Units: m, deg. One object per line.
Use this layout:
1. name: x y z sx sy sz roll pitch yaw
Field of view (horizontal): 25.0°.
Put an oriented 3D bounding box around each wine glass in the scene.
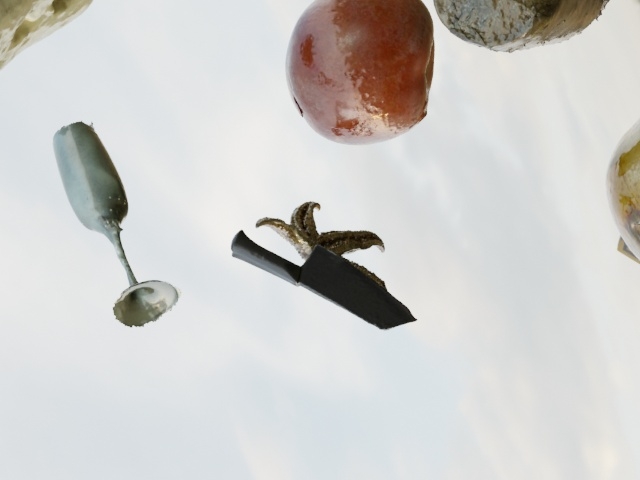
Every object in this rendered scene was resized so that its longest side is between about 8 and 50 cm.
1. wine glass: -0.223 -0.027 1.506 0.074 0.074 0.262 43 -165 -52

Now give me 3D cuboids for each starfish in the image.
1. starfish: -0.004 0.007 1.777 0.238 0.057 0.213 17 -154 -38

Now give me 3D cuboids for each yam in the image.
1. yam: 0.199 -0.251 1.444 0.128 0.129 0.238 48 -155 10

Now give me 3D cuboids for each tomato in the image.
1. tomato: 0.049 -0.224 1.816 0.208 0.185 0.208 5 -90 -83

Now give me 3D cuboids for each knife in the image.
1. knife: 0.006 0.041 1.646 0.230 0.060 0.028 28 164 9

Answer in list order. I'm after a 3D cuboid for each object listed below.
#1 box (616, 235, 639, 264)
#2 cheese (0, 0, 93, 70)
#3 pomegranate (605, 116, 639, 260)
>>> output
1. box: 0.575 0.017 1.917 0.193 0.301 0.084 -38 -28 -36
2. cheese: -0.359 -0.306 1.685 0.173 0.248 0.251 99 156 -51
3. pomegranate: 0.475 -0.058 1.651 0.307 0.307 0.307 55 -159 -34
